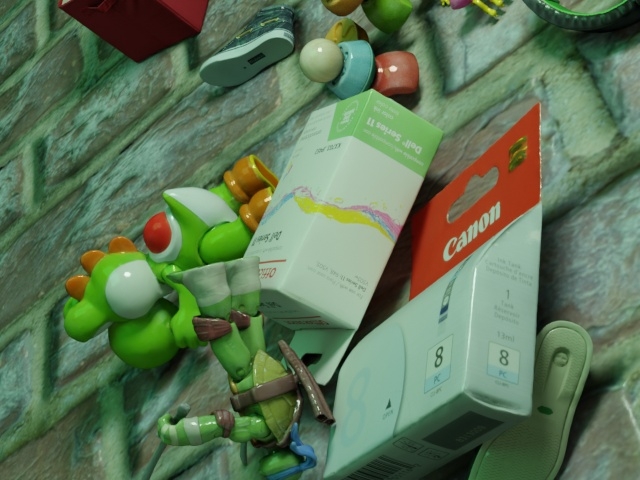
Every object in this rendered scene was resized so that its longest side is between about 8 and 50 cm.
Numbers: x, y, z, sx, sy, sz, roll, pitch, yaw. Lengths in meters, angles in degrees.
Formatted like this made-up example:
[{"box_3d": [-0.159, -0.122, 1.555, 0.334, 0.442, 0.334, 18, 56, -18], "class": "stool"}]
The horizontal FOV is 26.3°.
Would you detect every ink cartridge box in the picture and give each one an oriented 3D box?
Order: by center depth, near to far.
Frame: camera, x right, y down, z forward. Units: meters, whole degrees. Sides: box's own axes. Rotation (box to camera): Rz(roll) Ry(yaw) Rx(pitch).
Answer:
[{"box_3d": [0.127, 0.060, 1.520, 0.308, 0.091, 0.385, -45, 32, 53], "class": "ink cartridge box"}, {"box_3d": [0.000, 0.000, 1.735, 0.353, 0.119, 0.207, -66, 19, -14], "class": "ink cartridge box"}]

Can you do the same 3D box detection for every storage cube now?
[{"box_3d": [-0.324, -0.464, 2.456, 0.184, 0.193, 0.215, -18, 50, 40], "class": "storage cube"}]

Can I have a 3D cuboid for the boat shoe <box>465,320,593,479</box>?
[{"box_3d": [0.216, 0.194, 1.431, 0.079, 0.084, 0.233, 152, 144, -87], "class": "boat shoe"}]

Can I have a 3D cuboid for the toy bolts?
[{"box_3d": [0.020, -0.279, 1.913, 0.218, 0.158, 0.228, -43, 44, 41], "class": "toy bolts"}]

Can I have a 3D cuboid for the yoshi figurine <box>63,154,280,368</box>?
[{"box_3d": [-0.189, 0.055, 1.952, 0.362, 0.203, 0.203, -33, 80, 7], "class": "yoshi figurine"}]

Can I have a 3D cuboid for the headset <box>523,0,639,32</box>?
[{"box_3d": [0.394, -0.424, 1.634, 0.394, 0.185, 0.243, -48, 62, 33], "class": "headset"}]

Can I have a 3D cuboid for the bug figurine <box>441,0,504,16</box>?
[{"box_3d": [0.208, -0.422, 1.887, 0.279, 0.072, 0.216, 36, 102, 56], "class": "bug figurine"}]

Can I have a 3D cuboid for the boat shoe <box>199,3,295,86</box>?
[{"box_3d": [-0.114, -0.315, 2.212, 0.183, 0.065, 0.083, -20, 47, 30], "class": "boat shoe"}]

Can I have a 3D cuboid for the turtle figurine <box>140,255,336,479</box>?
[{"box_3d": [-0.128, 0.164, 1.599, 0.275, 0.198, 0.266, -14, 87, 57], "class": "turtle figurine"}]
